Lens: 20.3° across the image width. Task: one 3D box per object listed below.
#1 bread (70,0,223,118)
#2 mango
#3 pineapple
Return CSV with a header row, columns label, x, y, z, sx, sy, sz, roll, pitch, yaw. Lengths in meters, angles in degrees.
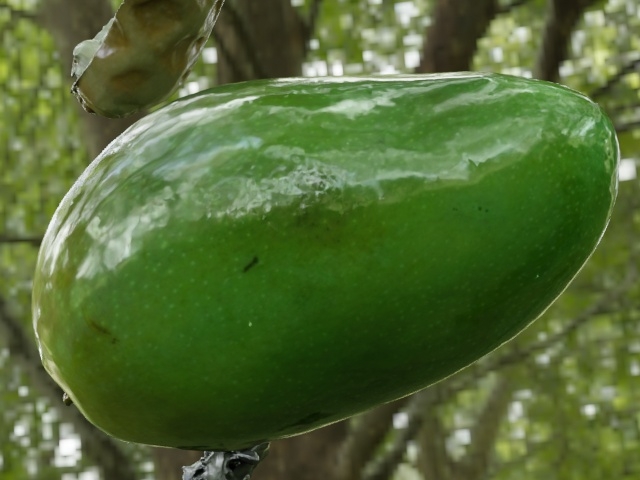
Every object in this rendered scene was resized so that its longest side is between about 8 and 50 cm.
label,x,y,z,sx,sy,sz,roll,pitch,yaw
bread,-0.112,-0.189,1.343,0.088,0.128,0.232,27,-58,-10
mango,0.000,0.000,1.101,0.381,0.225,0.201,-20,12,8
pineapple,-0.103,0.275,1.883,0.111,0.237,0.119,17,-24,-17
